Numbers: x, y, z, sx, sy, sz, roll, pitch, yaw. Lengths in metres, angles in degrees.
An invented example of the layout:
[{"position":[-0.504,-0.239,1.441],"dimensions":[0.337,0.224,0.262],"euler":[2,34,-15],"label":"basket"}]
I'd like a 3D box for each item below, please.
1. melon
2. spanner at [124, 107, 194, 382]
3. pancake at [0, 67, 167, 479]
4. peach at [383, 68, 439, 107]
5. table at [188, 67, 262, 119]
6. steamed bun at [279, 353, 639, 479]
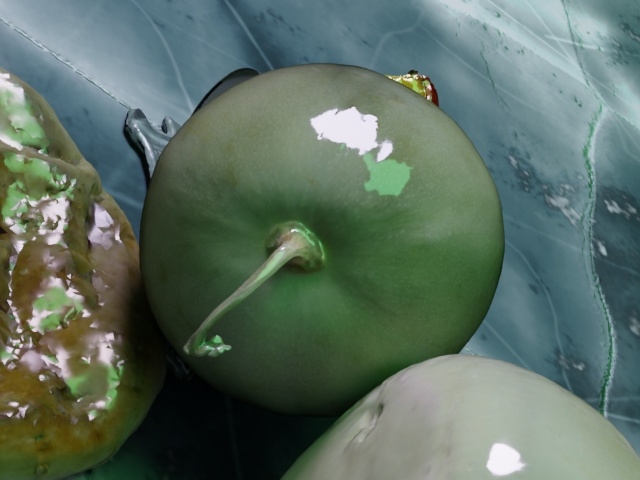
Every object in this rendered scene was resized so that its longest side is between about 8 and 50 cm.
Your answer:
[{"position":[0.000,0.000,1.364],"dimensions":[0.272,0.271,0.308],"euler":[35,-10,-11],"label":"melon"},{"position":[-0.113,0.000,1.540],"dimensions":[0.071,0.017,0.302],"euler":[24,35,-34],"label":"spanner"},{"position":[-0.255,-0.001,1.318],"dimensions":[0.387,0.082,0.387],"euler":[31,37,-27],"label":"pancake"},{"position":[0.024,-0.095,1.707],"dimensions":[0.172,0.127,0.092],"euler":[-1,82,-34],"label":"peach"},{"position":[0.001,-0.038,1.592],"dimensions":[0.220,0.126,0.126],"euler":[26,35,-30],"label":"table"},{"position":[0.093,0.244,1.199],"dimensions":[0.233,0.312,0.334],"euler":[32,36,-20],"label":"steamed bun"}]
